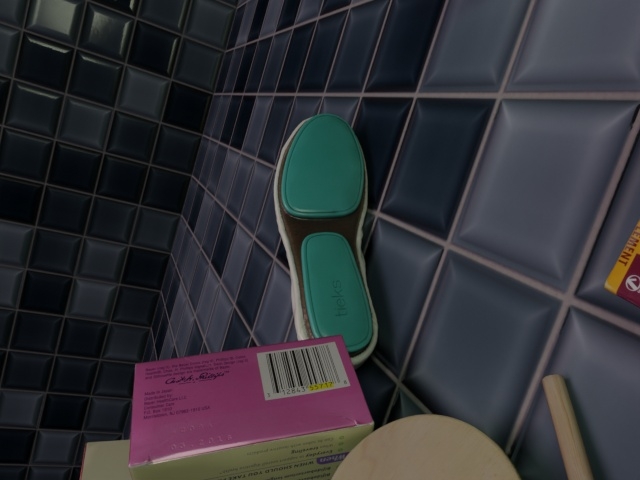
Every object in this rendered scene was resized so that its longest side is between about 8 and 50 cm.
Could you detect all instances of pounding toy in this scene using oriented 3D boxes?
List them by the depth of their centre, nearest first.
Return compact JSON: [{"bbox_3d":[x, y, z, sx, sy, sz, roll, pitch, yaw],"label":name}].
[{"bbox_3d":[0.119,0.236,0.408,0.237,0.110,0.182,-28,35,22],"label":"pounding toy"}]

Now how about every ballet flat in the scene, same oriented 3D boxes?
[{"bbox_3d":[0.000,0.000,0.737,0.139,0.139,0.399,-47,39,48],"label":"ballet flat"}]

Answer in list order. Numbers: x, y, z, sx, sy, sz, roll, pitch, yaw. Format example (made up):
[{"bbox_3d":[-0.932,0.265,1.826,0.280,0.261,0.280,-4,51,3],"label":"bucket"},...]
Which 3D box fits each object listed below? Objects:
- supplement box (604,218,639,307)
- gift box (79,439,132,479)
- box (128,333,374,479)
[{"bbox_3d":[0.248,0.022,0.232,0.188,0.081,0.104,46,119,61],"label":"supplement box"},{"bbox_3d":[-0.245,0.463,0.862,0.276,0.259,0.254,104,163,-55],"label":"gift box"},{"bbox_3d":[-0.071,0.237,0.556,0.117,0.214,0.242,-112,20,-53],"label":"box"}]
